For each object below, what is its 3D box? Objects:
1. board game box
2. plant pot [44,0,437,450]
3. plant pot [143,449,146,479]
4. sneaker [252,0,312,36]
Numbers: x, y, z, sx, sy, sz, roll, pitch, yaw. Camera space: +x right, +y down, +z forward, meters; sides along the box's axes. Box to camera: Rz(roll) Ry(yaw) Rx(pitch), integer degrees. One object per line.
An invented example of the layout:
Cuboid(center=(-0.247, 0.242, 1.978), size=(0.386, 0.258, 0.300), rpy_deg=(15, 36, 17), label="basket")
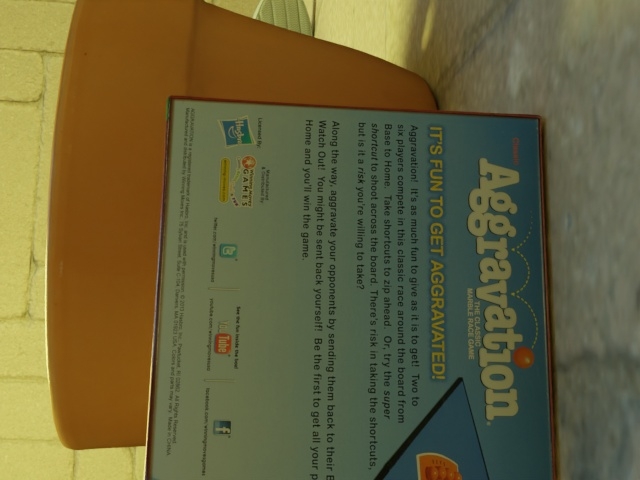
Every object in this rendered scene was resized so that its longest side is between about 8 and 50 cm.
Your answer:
Cuboid(center=(0.011, 0.088, 0.310), size=(0.027, 0.145, 0.281), rpy_deg=(110, 162, -76), label="board game box")
Cuboid(center=(-0.045, -0.014, 0.554), size=(0.291, 0.204, 0.290), rpy_deg=(-177, 90, -82), label="plant pot")
Cuboid(center=(-0.049, 0.232, 0.668), size=(0.188, 0.167, 0.187), rpy_deg=(110, 162, -65), label="plant pot")
Cuboid(center=(-0.064, -0.231, 1.259), size=(0.091, 0.094, 0.258), rpy_deg=(-137, 49, -75), label="sneaker")
